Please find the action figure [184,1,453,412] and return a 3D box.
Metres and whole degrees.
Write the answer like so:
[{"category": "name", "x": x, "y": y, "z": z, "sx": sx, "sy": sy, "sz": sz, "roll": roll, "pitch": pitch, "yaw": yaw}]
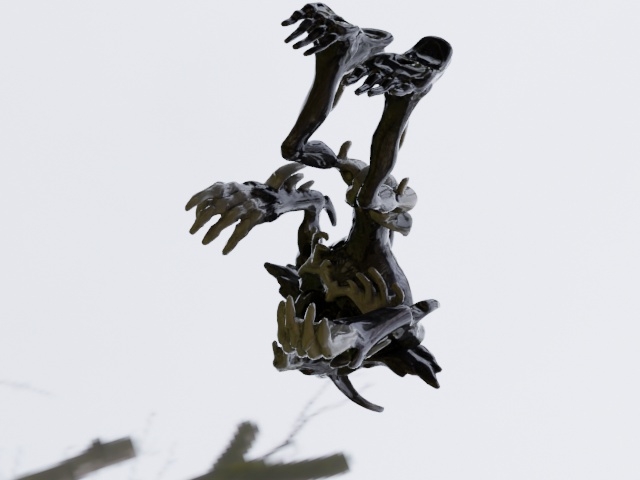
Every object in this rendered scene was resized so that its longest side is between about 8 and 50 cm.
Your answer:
[{"category": "action figure", "x": 0.000, "y": 0.000, "z": 1.159, "sx": 0.164, "sy": 0.141, "sz": 0.275, "roll": 37, "pitch": -46, "yaw": 39}]
